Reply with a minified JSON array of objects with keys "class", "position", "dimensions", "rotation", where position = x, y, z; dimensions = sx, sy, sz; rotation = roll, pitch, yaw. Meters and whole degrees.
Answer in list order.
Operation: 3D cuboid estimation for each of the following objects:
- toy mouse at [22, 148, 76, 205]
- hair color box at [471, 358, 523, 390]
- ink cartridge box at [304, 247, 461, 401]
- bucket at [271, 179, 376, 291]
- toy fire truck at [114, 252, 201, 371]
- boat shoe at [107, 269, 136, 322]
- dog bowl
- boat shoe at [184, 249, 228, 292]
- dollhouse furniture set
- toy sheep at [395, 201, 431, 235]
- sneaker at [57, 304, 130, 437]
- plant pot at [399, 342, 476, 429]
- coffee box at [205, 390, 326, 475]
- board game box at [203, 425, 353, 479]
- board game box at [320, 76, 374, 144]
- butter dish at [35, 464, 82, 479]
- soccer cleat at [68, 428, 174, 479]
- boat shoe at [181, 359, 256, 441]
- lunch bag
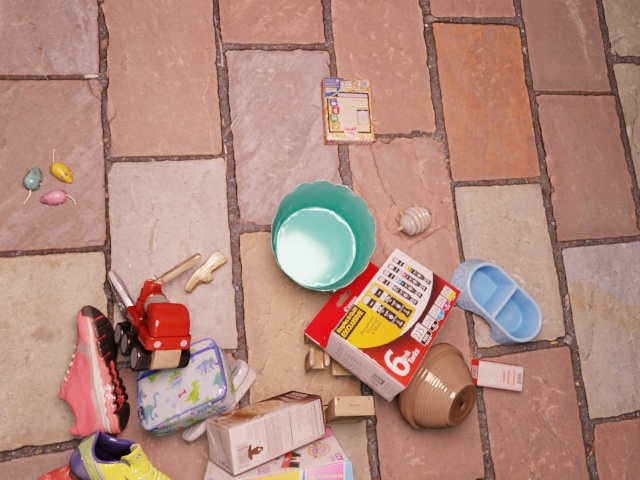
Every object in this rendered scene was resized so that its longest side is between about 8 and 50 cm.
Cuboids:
[{"class":"toy mouse","position":[-0.709,-0.139,1.056],"dimensions":[0.143,0.031,0.161],"rotation":[-37,90,-13]},{"class":"hair color box","position":[0.511,0.389,1.191],"dimensions":[0.141,0.043,0.072],"rotation":[11,80,-7]},{"class":"ink cartridge box","position":[0.154,0.183,1.038],"dimensions":[0.271,0.130,0.309],"rotation":[34,56,13]},{"class":"bucket","position":[0.000,0.000,1.078],"dimensions":[0.280,0.183,0.282],"rotation":[1,80,-7]},{"class":"toy fire truck","position":[-0.360,0.152,0.967],"dimensions":[0.158,0.217,0.247],"rotation":[9,95,-40]},{"class":"boat shoe","position":[-0.509,0.144,1.044],"dimensions":[0.040,0.049,0.142],"rotation":[-29,90,-12]},{"class":"dog bowl","position":[0.522,0.180,1.208],"dimensions":[0.297,0.074,0.166],"rotation":[44,78,-1]},{"class":"boat shoe","position":[-0.301,0.088,1.087],"dimensions":[0.045,0.050,0.135],"rotation":[39,78,3]},{"class":"dollhouse furniture set","position":[0.063,0.347,1.095],"dimensions":[0.211,0.161,0.242],"rotation":[3,59,-10]},{"class":"toy sheep","position":[0.269,-0.058,1.192],"dimensions":[0.132,0.091,0.091],"rotation":[-30,88,-18]},{"class":"sneaker","position":[-0.560,0.316,0.977],"dimensions":[0.136,0.116,0.314],"rotation":[-13,85,-10]},{"class":"plant pot","position":[0.324,0.397,1.066],"dimensions":[0.237,0.109,0.238],"rotation":[-12,111,-34]},{"class":"coffee box","position":[-0.126,0.444,0.976],"dimensions":[0.246,0.141,0.099],"rotation":[-4,82,-38]},{"class":"board game box","position":[-0.104,0.529,0.962],"dimensions":[0.315,0.242,0.064],"rotation":[-5,84,-10]},{"class":"board game box","position":[0.080,-0.383,1.223],"dimensions":[0.146,0.045,0.194],"rotation":[-1,82,-10]},{"class":"butter dish","position":[-0.585,0.562,0.903],"dimensions":[0.159,0.160,0.119],"rotation":[-17,117,-12]},{"class":"soccer cleat","position":[-0.428,0.538,0.950],"dimensions":[0.289,0.093,0.121],"rotation":[38,94,-18]},{"class":"boat shoe","position":[-0.245,0.413,1.034],"dimensions":[0.226,0.083,0.076],"rotation":[-49,121,-12]},{"class":"lunch bag","position":[-0.326,0.347,0.987],"dimensions":[0.218,0.090,0.176],"rotation":[-22,51,-3]}]
